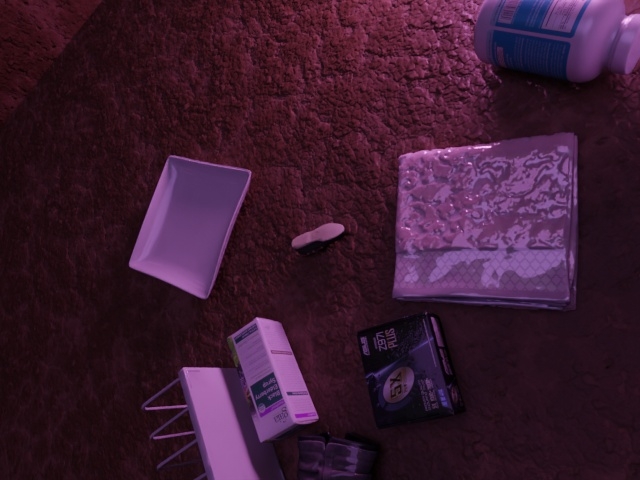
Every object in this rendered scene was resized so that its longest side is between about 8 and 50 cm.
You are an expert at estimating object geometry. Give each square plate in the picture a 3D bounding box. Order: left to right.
[{"bbox_3d":[-0.355,-0.047,1.302,0.343,0.049,0.348,15,84,34],"label":"square plate"}]

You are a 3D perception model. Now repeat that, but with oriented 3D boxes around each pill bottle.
[{"bbox_3d":[0.423,-0.368,0.850,0.264,0.146,0.146,30,93,34],"label":"pill bottle"}]

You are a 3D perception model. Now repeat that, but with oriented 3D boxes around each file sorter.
[{"bbox_3d":[-0.230,0.433,0.998,0.173,0.192,0.278,-39,59,20],"label":"file sorter"}]

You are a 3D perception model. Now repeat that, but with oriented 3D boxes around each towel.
[{"bbox_3d":[0.294,-0.035,0.891,0.331,0.053,0.317,-2,75,31],"label":"towel"}]

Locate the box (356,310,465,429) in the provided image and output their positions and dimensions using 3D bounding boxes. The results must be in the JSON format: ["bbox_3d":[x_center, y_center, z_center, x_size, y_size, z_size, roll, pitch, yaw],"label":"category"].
[{"bbox_3d":[0.162,0.238,0.876,0.147,0.077,0.180,-22,66,26],"label":"box"}]

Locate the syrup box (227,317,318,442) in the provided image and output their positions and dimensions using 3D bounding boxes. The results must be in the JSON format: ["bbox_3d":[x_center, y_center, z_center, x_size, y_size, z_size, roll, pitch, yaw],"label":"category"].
[{"bbox_3d":[-0.104,0.294,1.016,0.093,0.096,0.237,-36,59,18],"label":"syrup box"}]

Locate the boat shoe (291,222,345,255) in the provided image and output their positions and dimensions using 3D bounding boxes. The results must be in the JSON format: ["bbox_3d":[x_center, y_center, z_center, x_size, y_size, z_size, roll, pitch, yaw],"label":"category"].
[{"bbox_3d":[0.000,-0.001,1.072,0.133,0.042,0.049,-20,41,25],"label":"boat shoe"}]

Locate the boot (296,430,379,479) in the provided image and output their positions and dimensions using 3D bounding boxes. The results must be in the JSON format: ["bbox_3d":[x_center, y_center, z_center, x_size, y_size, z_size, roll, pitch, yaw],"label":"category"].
[{"bbox_3d":[0.080,0.470,0.843,0.338,0.118,0.223,2,72,28],"label":"boot"}]
